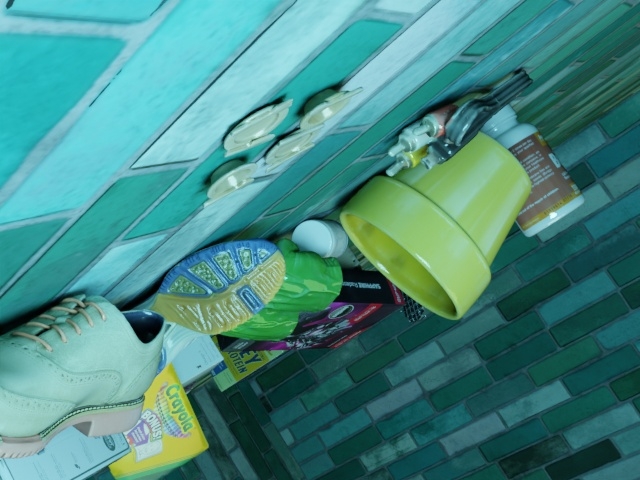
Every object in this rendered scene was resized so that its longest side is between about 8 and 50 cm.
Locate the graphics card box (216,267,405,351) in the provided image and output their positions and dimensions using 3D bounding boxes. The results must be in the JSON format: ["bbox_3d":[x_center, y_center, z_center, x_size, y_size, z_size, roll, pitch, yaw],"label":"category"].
[{"bbox_3d":[-0.020,0.148,1.646,0.232,0.094,0.370,-36,151,33],"label":"graphics card box"}]

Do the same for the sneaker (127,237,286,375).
[{"bbox_3d":[-0.177,0.081,1.032,0.296,0.112,0.131,-32,-170,7],"label":"sneaker"}]

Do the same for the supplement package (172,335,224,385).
[{"bbox_3d":[-0.290,0.233,1.441,0.179,0.105,0.105,-29,172,-29],"label":"supplement package"}]

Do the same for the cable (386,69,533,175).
[{"bbox_3d":[0.205,-0.186,1.049,0.287,0.072,0.139,-42,174,-31],"label":"cable"}]

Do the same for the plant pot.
[{"bbox_3d":[0.200,-0.043,1.234,0.239,0.254,0.254,-46,175,-9],"label":"plant pot"}]

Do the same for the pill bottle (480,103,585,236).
[{"bbox_3d":[0.350,-0.125,1.343,0.121,0.216,0.121,-32,173,-4],"label":"pill bottle"}]

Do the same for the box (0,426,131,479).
[{"bbox_3d":[-0.366,0.245,0.971,0.087,0.169,0.290,-31,174,6],"label":"box"}]

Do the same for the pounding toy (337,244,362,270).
[{"bbox_3d":[0.050,0.081,1.772,0.130,0.100,0.141,-32,158,-2],"label":"pounding toy"}]

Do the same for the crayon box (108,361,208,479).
[{"bbox_3d":[-0.305,0.292,1.292,0.165,0.081,0.279,-31,135,-19],"label":"crayon box"}]

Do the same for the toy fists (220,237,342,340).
[{"bbox_3d":[-0.088,0.083,1.222,0.142,0.096,0.279,7,153,-28],"label":"toy fists"}]

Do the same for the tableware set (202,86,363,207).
[{"bbox_3d":[-0.039,-0.090,0.704,0.141,0.020,0.168,-28,172,-28],"label":"tableware set"}]

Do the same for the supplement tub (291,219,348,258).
[{"bbox_3d":[0.000,0.000,1.266,0.071,0.071,0.107,-35,172,15],"label":"supplement tub"}]

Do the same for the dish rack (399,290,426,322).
[{"bbox_3d":[0.205,0.045,1.723,0.074,0.272,0.208,-10,169,-6],"label":"dish rack"}]

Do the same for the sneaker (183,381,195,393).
[{"bbox_3d":[-0.308,0.262,1.592,0.162,0.106,0.281,-50,172,29],"label":"sneaker"}]

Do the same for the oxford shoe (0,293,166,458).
[{"bbox_3d":[-0.279,0.113,0.762,0.147,0.140,0.397,-64,166,0],"label":"oxford shoe"}]

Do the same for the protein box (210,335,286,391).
[{"bbox_3d":[-0.190,0.286,2.091,0.201,0.136,0.200,-34,172,9],"label":"protein box"}]
